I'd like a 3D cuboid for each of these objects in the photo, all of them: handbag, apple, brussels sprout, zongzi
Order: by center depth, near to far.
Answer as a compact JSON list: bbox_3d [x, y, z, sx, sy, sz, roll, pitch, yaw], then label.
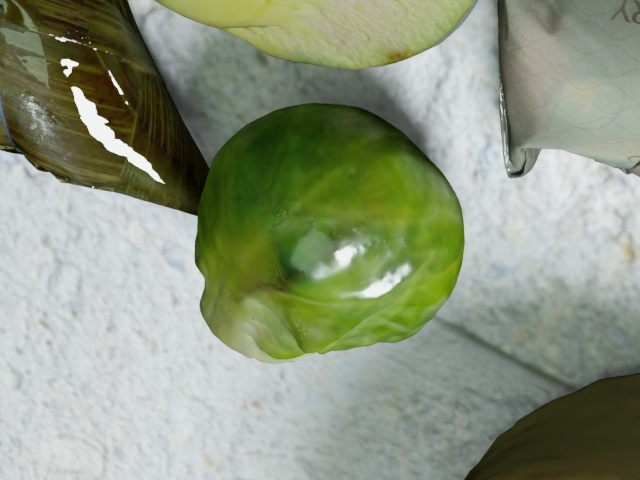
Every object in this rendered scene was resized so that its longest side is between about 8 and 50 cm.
[{"bbox_3d":[0.205,-0.087,0.821,0.270,0.117,0.182,14,129,24],"label":"handbag"},{"bbox_3d":[0.007,-0.191,0.863,0.193,0.120,0.265,34,154,-9],"label":"apple"},{"bbox_3d":[-0.001,-0.004,0.962,0.181,0.144,0.161,-35,131,25],"label":"brussels sprout"},{"bbox_3d":[-0.138,-0.134,0.989,0.242,0.112,0.221,23,123,7],"label":"zongzi"}]

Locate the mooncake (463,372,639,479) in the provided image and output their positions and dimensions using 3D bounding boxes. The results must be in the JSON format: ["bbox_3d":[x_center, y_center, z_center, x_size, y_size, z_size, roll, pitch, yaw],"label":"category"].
[{"bbox_3d":[0.214,0.294,0.940,0.393,0.246,0.394,32,123,18],"label":"mooncake"}]
